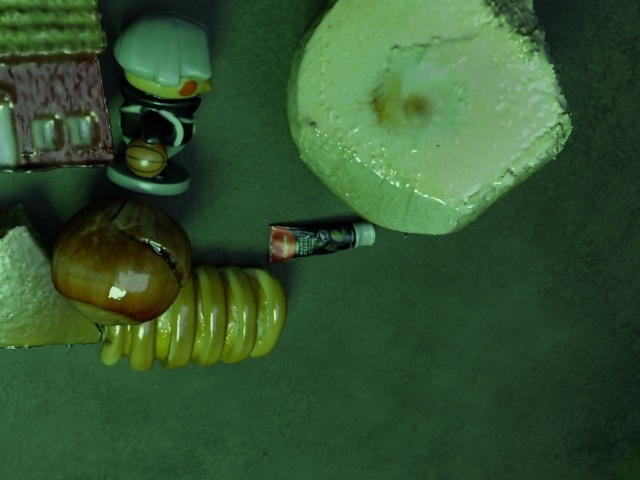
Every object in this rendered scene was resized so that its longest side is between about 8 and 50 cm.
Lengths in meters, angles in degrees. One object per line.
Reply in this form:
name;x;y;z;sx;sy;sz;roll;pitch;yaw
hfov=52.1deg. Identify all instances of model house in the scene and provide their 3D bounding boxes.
model house;-0.367;-0.218;0.793;0.196;0.160;0.254;-7;107;-26

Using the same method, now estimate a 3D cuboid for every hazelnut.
hazelnut;-0.264;0.030;0.890;0.182;0.182;0.182;-11;116;-24

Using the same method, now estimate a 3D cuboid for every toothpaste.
toothpaste;0.000;0.000;1.158;0.193;0.045;0.071;-6;114;-20

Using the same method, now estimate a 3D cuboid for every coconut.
coconut;0.146;-0.202;0.967;0.404;0.404;0.405;-11;116;-24

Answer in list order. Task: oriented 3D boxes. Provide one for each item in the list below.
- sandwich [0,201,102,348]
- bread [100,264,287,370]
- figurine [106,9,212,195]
sandwich;-0.413;0.048;0.913;0.220;0.108;0.186;4;110;-28
bread;-0.192;0.124;1.059;0.311;0.121;0.173;-1;109;-27
figurine;-0.218;-0.186;0.881;0.133;0.176;0.236;9;112;-15
